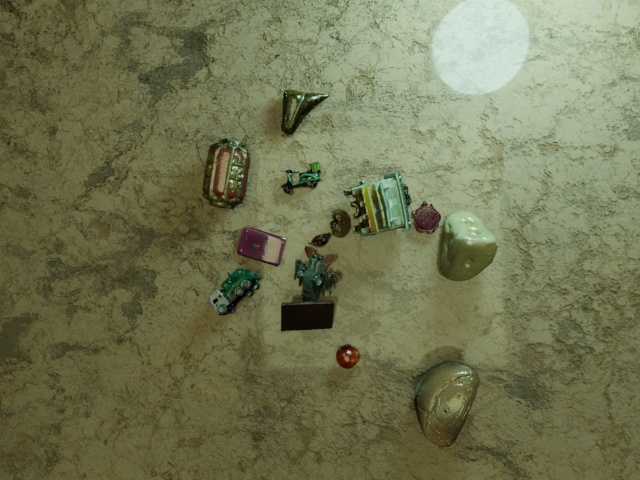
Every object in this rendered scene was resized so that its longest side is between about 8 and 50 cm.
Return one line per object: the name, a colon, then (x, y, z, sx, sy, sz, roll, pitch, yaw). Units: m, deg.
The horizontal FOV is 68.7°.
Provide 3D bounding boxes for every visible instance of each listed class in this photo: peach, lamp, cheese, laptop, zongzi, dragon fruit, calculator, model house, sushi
peach: (0.106, 0.466, 1.862, 0.098, 0.061, 0.098, 1, 97, 10)
lamp: (-0.377, -0.264, 1.871, 0.177, 0.177, 0.273, 10, 93, 7)
cheese: (0.545, 0.027, 1.775, 0.174, 0.251, 0.247, 1, 126, -6)
laptop: (-0.053, 0.296, 1.841, 0.208, 0.026, 0.153, -2, 124, -7)
zongzi: (-0.064, -0.504, 1.880, 0.184, 0.084, 0.187, 5, 98, -3)
dragon fruit: (0.412, -0.090, 1.827, 0.112, 0.068, 0.126, -40, 99, 21)
calculator: (-0.246, 0.024, 1.920, 0.191, 0.034, 0.126, 16, 94, 7)
model house: (0.221, -0.128, 1.772, 0.216, 0.198, 0.223, -14, 95, -4)
sushi: (0.000, 0.000, 1.882, 0.099, 0.047, 0.050, -33, 89, 7)

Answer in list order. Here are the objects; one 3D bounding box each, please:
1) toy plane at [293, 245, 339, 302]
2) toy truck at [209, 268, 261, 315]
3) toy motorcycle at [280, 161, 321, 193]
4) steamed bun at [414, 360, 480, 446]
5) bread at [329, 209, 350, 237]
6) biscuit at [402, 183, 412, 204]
toy plane: (-0.038, 0.195, 1.859, 0.223, 0.104, 0.325, 19, 96, 33)
toy truck: (-0.352, 0.199, 1.900, 0.216, 0.110, 0.116, -45, 72, 6)
toy motorcycle: (-0.081, -0.251, 1.888, 0.173, 0.058, 0.100, -14, 81, 5)
steamed bun: (0.451, 0.586, 1.743, 0.199, 0.251, 0.301, 22, 89, 17)
bread: (0.078, -0.066, 1.861, 0.060, 0.082, 0.112, -1, 86, 48)
biscuit: (0.326, -0.180, 1.853, 0.089, 0.027, 0.087, 26, 95, 8)
